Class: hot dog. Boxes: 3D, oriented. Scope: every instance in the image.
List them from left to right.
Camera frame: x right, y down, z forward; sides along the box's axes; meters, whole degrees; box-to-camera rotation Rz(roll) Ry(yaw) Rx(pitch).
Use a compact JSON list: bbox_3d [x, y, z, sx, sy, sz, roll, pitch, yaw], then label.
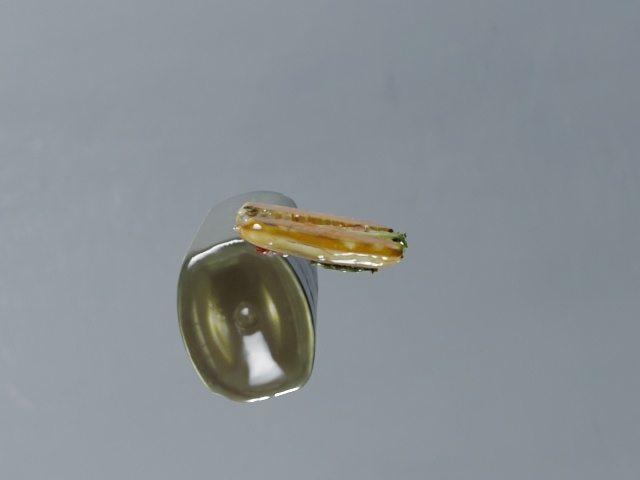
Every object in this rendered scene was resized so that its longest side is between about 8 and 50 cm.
[{"bbox_3d":[0.000,0.000,0.879,0.083,0.037,0.021,11,110,-15],"label":"hot dog"}]

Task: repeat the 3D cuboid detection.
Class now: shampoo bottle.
[{"bbox_3d":[-0.045,0.028,1.370,0.084,0.125,0.350,-15,-174,3],"label":"shampoo bottle"}]
